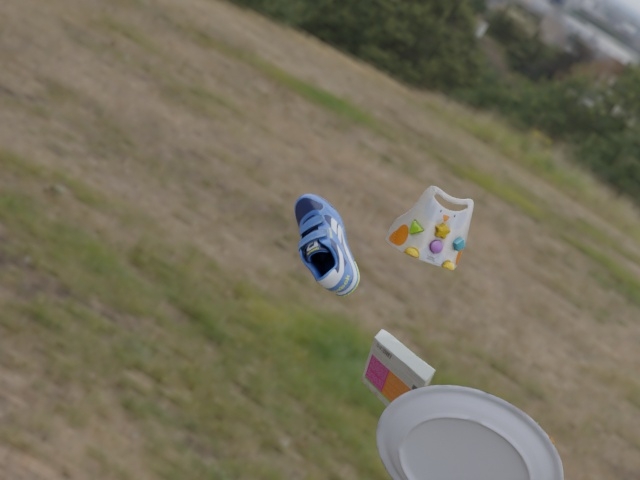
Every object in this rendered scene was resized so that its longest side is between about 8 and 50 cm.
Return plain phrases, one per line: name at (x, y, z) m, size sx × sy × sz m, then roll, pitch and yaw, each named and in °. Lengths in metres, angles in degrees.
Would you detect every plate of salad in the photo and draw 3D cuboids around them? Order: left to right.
plate of salad at (0.155, 0.219, 1.612) m, size 0.200 × 0.200 × 0.048 m, roll 32°, pitch 43°, yaw -1°

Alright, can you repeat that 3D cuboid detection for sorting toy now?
sorting toy at (0.121, -0.015, 1.602) m, size 0.083 × 0.075 × 0.045 m, roll 18°, pitch 13°, yaw -16°

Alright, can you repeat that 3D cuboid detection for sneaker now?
sneaker at (0.000, 0.000, 1.929) m, size 0.059 × 0.053 × 0.144 m, roll 15°, pitch 43°, yaw -53°

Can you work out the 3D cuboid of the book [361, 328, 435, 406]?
book at (0.107, 0.193, 2.226) m, size 0.096 × 0.035 × 0.144 m, roll 40°, pitch -26°, yaw 14°
